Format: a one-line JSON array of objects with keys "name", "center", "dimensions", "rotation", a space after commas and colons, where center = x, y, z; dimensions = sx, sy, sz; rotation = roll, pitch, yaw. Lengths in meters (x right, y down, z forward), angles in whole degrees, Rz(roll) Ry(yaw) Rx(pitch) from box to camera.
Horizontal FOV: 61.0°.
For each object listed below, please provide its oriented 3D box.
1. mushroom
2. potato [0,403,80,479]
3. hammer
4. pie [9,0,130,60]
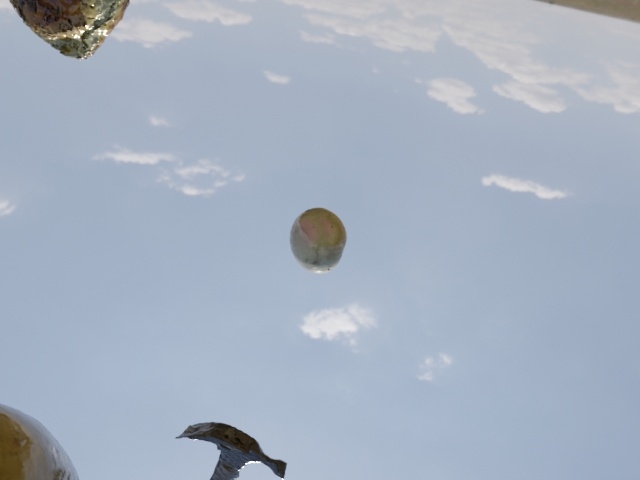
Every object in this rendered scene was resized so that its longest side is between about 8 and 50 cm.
[{"name": "mushroom", "center": [0.000, 0.000, 0.679], "dimensions": [0.068, 0.083, 0.083], "rotation": [0, -150, -30]}, {"name": "potato", "center": [-0.250, 0.176, 0.354], "dimensions": [0.204, 0.157, 0.178], "rotation": [-7, -146, -39]}, {"name": "hammer", "center": [-0.137, 0.324, 0.638], "dimensions": [0.125, 0.297, 0.027], "rotation": [28, -152, 8]}, {"name": "pie", "center": [-0.451, -0.485, 0.958], "dimensions": [0.309, 0.308, 0.085], "rotation": [21, -148, 16]}]
